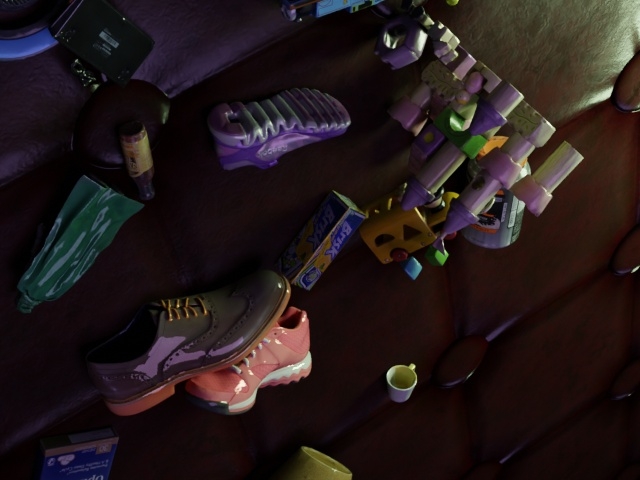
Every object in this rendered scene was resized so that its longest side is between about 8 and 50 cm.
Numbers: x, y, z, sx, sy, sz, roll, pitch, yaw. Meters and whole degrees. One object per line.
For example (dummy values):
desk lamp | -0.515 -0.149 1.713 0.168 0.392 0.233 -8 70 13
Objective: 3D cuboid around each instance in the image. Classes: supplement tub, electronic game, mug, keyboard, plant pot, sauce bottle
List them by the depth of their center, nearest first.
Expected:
electronic game | -0.377 -0.323 1.418 0.229 0.048 0.229 -22 135 -24
keyboard | -0.295 -0.256 1.530 0.108 0.023 0.180 -53 154 1
sauce bottle | -0.265 -0.114 1.693 0.042 0.042 0.128 -26 135 -20
supplement tub | 0.322 -0.090 2.136 0.117 0.117 0.190 -20 134 -25
plant pot | -0.044 0.556 2.335 0.237 0.237 0.254 30 89 -49
mug | 0.171 0.299 2.394 0.078 0.062 0.064 -17 142 -19

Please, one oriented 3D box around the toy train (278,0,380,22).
toy train | 0.013 -0.375 1.670 0.184 0.080 0.105 -24 142 -22

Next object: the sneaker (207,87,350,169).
sneaker | -0.067 -0.163 1.783 0.236 0.095 0.105 -12 138 -25

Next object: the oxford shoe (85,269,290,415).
oxford shoe | -0.213 0.145 1.898 0.363 0.130 0.133 -34 133 -11

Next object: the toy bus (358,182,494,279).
toy bus | 0.162 -0.048 1.996 0.202 0.191 0.104 -49 119 -14

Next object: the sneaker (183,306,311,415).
sneaker | -0.126 0.197 2.011 0.313 0.115 0.136 -22 126 -53

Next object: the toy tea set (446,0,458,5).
toy tea set | 0.265 -0.517 1.738 0.336 0.124 0.200 -45 132 -6

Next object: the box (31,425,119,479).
box | -0.441 0.429 2.025 0.136 0.036 0.225 -5 128 -36

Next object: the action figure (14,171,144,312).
action figure | -0.375 0.012 1.696 0.232 0.063 0.137 -52 141 5

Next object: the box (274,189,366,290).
box | 0.000 0.000 1.994 0.054 0.059 0.169 23 108 -50

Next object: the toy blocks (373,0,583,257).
toy blocks | 0.197 -0.160 1.849 0.260 0.289 0.309 -47 141 10
